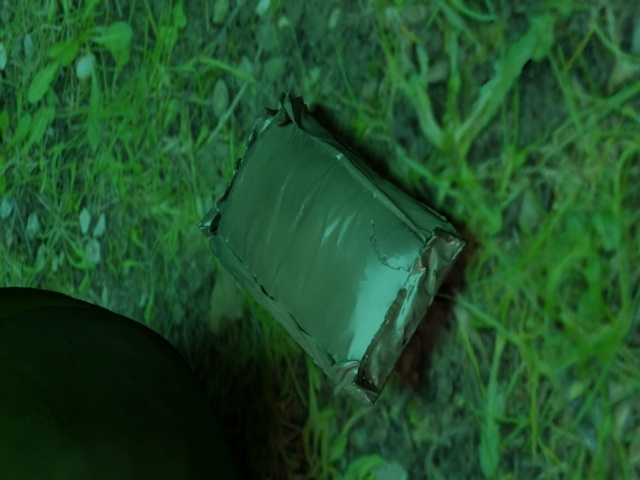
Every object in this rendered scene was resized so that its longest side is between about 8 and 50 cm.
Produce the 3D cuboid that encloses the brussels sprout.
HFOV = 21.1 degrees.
[{"bbox_3d":[-0.201,0.194,1.063,0.276,0.315,0.371,43,129,27],"label":"brussels sprout"}]

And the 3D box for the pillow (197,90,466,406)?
[{"bbox_3d":[0.000,0.000,1.010,0.208,0.053,0.119,44,117,47],"label":"pillow"}]
